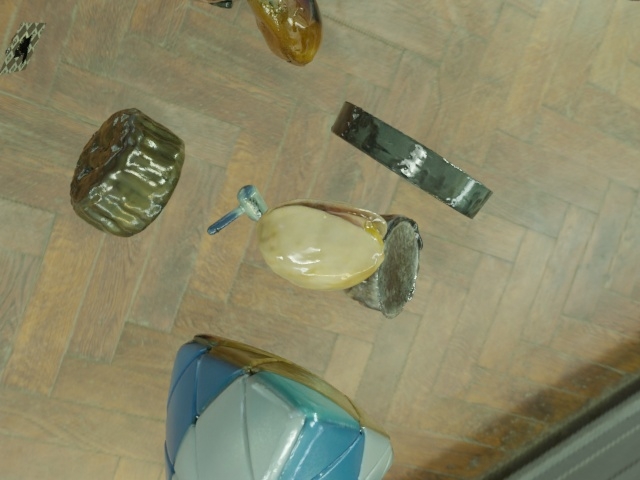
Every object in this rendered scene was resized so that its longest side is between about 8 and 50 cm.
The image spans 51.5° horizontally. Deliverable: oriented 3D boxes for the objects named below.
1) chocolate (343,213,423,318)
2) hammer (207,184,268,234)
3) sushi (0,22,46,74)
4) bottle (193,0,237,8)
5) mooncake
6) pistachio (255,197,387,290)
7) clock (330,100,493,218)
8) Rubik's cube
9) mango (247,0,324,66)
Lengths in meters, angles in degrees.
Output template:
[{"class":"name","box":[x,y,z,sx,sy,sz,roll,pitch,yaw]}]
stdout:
[{"class":"chocolate","box":[0.144,0.062,1.933,0.303,0.213,0.303,-26,120,-55]},{"class":"hammer","box":[-0.253,-0.075,1.968,0.194,0.069,0.116,-36,132,-8]},{"class":"sushi","box":[-0.626,-0.405,1.369,0.026,0.126,0.120,31,107,-9]},{"class":"bottle","box":[-0.127,-0.300,0.614,0.144,0.336,0.144,1,98,5]},{"class":"mooncake","box":[-0.452,-0.156,1.524,0.161,0.290,0.290,34,88,-37]},{"class":"pistachio","box":[0.000,0.000,1.568,0.309,0.230,0.230,3,99,7]},{"class":"clock","box":[0.164,-0.146,1.211,0.319,0.319,0.066,28,100,-20]},{"class":"Rubik's cube","box":[-0.036,0.231,0.614,0.254,0.254,0.254,-3,100,-17]},{"class":"mango","box":[-0.082,-0.573,1.700,0.153,0.201,0.287,-37,152,-6]}]
